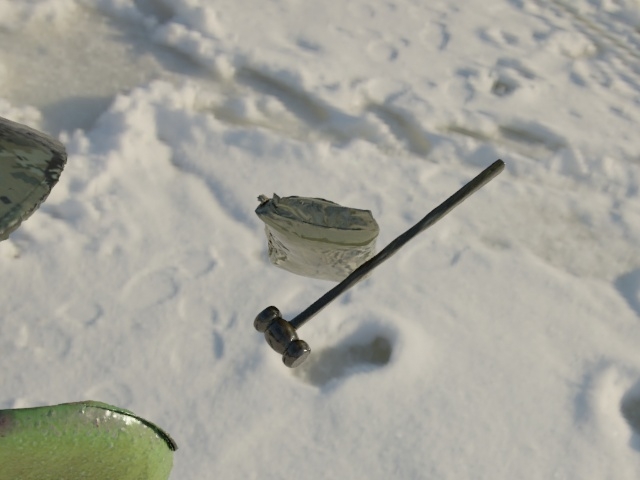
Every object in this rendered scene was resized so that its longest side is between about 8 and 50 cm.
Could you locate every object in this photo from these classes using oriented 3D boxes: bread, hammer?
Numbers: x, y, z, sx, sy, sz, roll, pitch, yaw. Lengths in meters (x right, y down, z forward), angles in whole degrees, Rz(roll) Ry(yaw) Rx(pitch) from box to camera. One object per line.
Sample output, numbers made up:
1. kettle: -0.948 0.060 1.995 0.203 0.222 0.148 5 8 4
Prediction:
1. bread: -0.287 0.253 1.183 0.301 0.301 0.045 0 51 -25
2. hammer: 0.067 0.012 1.108 0.292 0.029 0.058 -37 70 -13

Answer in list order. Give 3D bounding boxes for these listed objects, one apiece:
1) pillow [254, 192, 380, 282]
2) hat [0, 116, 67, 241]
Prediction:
1. pillow: 0.000 0.000 1.162 0.119 0.208 0.053 14 76 6
2. hat: -0.227 -0.046 0.419 0.265 0.128 0.265 -8 20 3
